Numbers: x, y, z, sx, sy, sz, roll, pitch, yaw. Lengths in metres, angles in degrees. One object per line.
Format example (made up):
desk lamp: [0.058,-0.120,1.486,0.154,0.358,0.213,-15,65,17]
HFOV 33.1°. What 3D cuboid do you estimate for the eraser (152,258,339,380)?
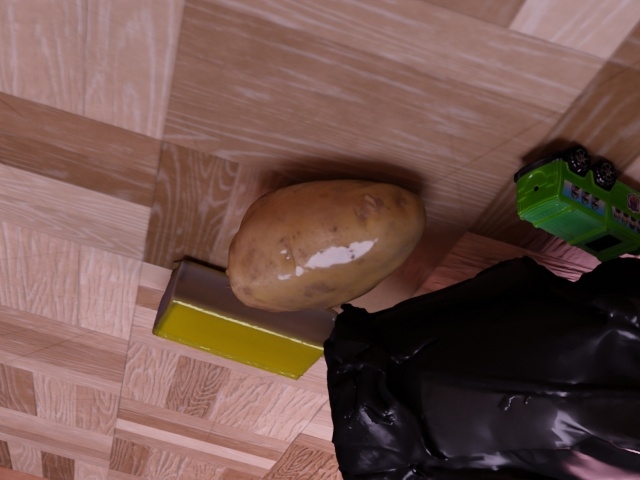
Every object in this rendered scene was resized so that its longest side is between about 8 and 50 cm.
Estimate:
eraser: [-0.105,0.108,1.426,0.226,0.069,0.158,20,155,-11]

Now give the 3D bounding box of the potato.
potato: [-0.004,-0.001,1.110,0.161,0.128,0.235,7,155,-28]

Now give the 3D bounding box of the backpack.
backpack: [0.225,0.150,1.110,0.363,0.255,0.445,11,163,-36]

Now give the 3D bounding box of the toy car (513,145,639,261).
toy car: [0.256,-0.024,0.988,0.165,0.062,0.071,25,151,-23]
